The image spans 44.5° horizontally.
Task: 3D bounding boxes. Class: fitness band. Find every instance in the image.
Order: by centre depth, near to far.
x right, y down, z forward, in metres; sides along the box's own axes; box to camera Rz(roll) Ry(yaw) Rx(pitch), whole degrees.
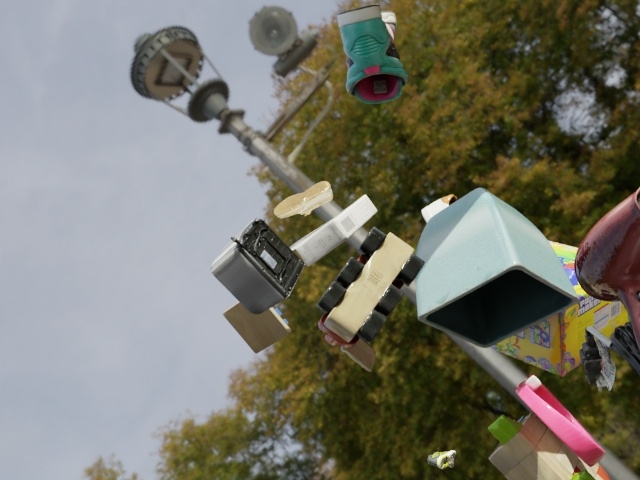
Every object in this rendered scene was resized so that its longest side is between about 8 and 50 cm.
[{"bbox_3d":[0.491,0.365,1.604,0.054,0.209,0.291,-45,-16,5],"label":"fitness band"}]

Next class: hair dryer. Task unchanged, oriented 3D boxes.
[{"bbox_3d":[0.340,0.072,0.801,0.080,0.223,0.294,-19,-66,-8],"label":"hair dryer"}]

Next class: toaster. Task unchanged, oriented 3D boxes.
[{"bbox_3d":[-0.140,0.052,1.730,0.110,0.186,0.168,-39,12,25],"label":"toaster"}]

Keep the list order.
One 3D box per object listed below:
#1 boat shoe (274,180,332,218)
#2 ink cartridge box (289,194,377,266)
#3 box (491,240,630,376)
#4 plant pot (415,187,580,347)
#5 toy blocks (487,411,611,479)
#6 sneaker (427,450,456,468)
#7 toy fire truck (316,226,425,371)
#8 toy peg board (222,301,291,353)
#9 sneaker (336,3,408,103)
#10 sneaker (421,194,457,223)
[{"bbox_3d":[-0.042,-0.096,2.125,0.170,0.063,0.059,-26,-50,2],"label":"boat shoe"},{"bbox_3d":[0.000,0.000,2.070,0.261,0.066,0.296,-35,2,24],"label":"ink cartridge box"},{"bbox_3d":[0.542,0.147,1.858,0.290,0.279,0.177,-23,-64,-33],"label":"box"},{"bbox_3d":[0.348,0.042,1.653,0.247,0.252,0.247,26,-48,-39],"label":"plant pot"},{"bbox_3d":[0.547,0.521,1.757,0.191,0.381,0.261,-51,-15,25],"label":"toy blocks"},{"bbox_3d":[0.222,0.396,1.425,0.083,0.035,0.031,21,-102,-59],"label":"sneaker"},{"bbox_3d":[0.089,0.130,1.491,0.217,0.158,0.246,-53,-5,-28],"label":"toy fire truck"},{"bbox_3d":[-0.176,0.228,2.332,0.160,0.161,0.079,-35,8,35],"label":"toy peg board"},{"bbox_3d":[0.112,-0.365,1.564,0.123,0.178,0.295,-9,9,15],"label":"sneaker"},{"bbox_3d":[0.381,-0.004,2.075,0.123,0.290,0.106,-35,-30,16],"label":"sneaker"}]
